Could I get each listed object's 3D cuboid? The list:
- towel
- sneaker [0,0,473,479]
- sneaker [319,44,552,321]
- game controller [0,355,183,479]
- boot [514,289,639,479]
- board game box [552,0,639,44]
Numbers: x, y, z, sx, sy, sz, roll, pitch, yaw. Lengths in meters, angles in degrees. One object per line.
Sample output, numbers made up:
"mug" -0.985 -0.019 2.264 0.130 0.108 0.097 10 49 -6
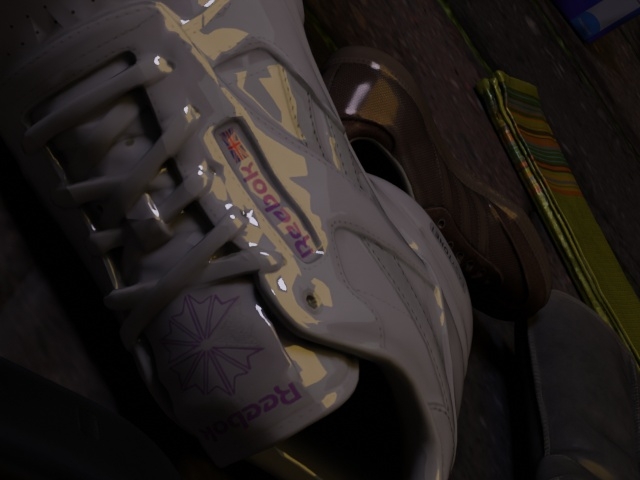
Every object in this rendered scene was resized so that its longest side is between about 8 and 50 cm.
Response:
"towel" 0.178 -0.005 1.241 0.102 0.021 0.237 0 62 -65
"sneaker" -0.036 -0.016 0.650 0.305 0.114 0.152 49 22 -25
"sneaker" 0.048 -0.009 0.927 0.188 0.066 0.071 49 48 -29
"game controller" -0.123 0.083 0.427 0.319 0.067 0.166 34 47 -47
"boot" 0.154 0.143 0.947 0.190 0.076 0.208 61 10 -19
"board game box" 0.190 -0.363 1.656 0.233 0.078 0.347 47 25 -30
